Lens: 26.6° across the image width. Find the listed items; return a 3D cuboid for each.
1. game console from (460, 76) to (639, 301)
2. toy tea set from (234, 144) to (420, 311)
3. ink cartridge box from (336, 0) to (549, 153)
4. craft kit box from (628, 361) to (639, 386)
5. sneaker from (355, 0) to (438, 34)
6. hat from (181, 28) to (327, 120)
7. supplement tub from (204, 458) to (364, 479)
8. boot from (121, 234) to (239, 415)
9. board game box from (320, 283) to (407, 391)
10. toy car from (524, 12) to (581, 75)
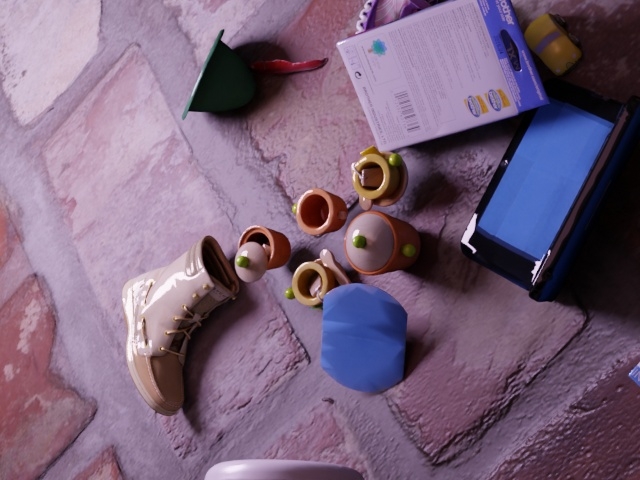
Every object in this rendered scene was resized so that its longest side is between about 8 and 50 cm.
[{"bbox_3d":[0.305,-0.080,1.838,0.173,0.250,0.293,27,95,14],"label":"game console"},{"bbox_3d":[0.000,0.000,2.061,0.336,0.124,0.200,-31,70,30],"label":"toy tea set"},{"bbox_3d":[0.185,-0.252,1.981,0.311,0.065,0.185,-13,104,43],"label":"ink cartridge box"},{"bbox_3d":[0.542,0.157,1.634,0.246,0.061,0.250,-52,51,14],"label":"craft kit box"},{"bbox_3d":[0.129,-0.360,2.117,0.105,0.095,0.236,8,81,33],"label":"sneaker"},{"bbox_3d":[-0.122,-0.253,2.327,0.208,0.184,0.173,155,138,-80],"label":"hat"},{"bbox_3d":[-0.055,0.482,1.900,0.235,0.235,0.324,-11,70,36],"label":"supplement tub"},{"bbox_3d":[-0.223,0.139,2.241,0.203,0.095,0.262,-31,55,27],"label":"boot"},{"bbox_3d":[0.069,0.142,2.021,0.133,0.033,0.168,9,107,21],"label":"board game box"},{"bbox_3d":[0.303,-0.369,1.999,0.239,0.053,0.225,20,90,41],"label":"toy car"}]
